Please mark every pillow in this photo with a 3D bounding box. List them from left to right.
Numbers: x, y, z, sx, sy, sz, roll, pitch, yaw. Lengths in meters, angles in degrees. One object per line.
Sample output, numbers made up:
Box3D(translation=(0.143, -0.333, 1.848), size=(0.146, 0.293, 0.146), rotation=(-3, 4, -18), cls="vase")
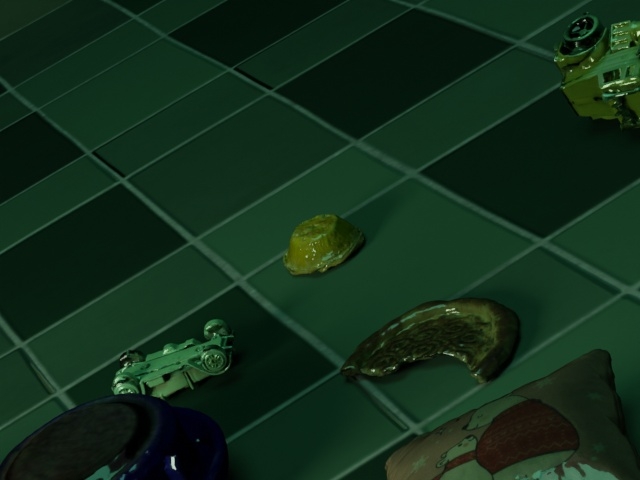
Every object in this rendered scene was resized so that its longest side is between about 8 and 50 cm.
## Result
Box3D(translation=(0.160, 0.198, 1.621), size=(0.236, 0.084, 0.223), rotation=(-26, 26, 7), cls="pillow")

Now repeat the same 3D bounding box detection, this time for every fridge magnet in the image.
Box3D(translation=(-0.215, 0.242, 1.868), size=(0.265, 0.113, 0.265), rotation=(-20, 25, 10), cls="fridge magnet")

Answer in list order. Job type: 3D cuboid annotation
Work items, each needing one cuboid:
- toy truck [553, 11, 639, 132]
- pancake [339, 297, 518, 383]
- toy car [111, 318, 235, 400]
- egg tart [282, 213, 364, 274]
Box3D(translation=(0.378, -0.185, 2.130), size=(0.259, 0.128, 0.135), rotation=(-5, 46, 39), cls="toy truck")
Box3D(translation=(0.108, 0.109, 1.929), size=(0.190, 0.020, 0.184), rotation=(-22, 25, 9), cls="pancake")
Box3D(translation=(-0.157, 0.138, 2.095), size=(0.143, 0.054, 0.073), rotation=(-20, 23, 11), cls="toy car")
Box3D(translation=(0.000, 0.000, 2.232), size=(0.105, 0.039, 0.105), rotation=(-20, 24, 9), cls="egg tart")
